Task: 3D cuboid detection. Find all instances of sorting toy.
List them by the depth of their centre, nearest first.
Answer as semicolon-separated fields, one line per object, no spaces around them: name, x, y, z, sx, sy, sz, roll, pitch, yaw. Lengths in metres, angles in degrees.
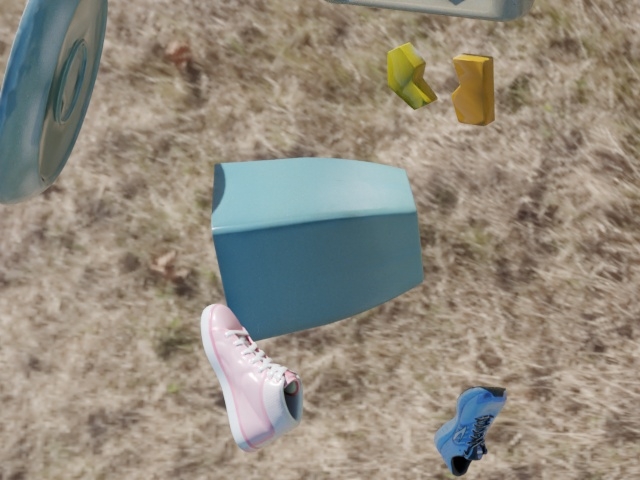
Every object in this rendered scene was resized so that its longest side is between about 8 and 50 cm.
sorting toy;0.090;-0.264;0.946;0.229;0.041;0.307;15;121;37

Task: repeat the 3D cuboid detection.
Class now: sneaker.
sneaker;-0.054;0.110;0.918;0.070;0.051;0.134;-26;73;25
sneaker;0.207;0.253;1.391;0.073;0.063;0.162;-104;27;-43

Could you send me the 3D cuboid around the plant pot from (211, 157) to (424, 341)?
plant pot;0.000;0.000;1.272;0.234;0.166;0.165;-8;32;1

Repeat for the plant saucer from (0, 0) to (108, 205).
plant saucer;-0.304;-0.188;1.225;0.043;0.317;0.318;16;88;-3
